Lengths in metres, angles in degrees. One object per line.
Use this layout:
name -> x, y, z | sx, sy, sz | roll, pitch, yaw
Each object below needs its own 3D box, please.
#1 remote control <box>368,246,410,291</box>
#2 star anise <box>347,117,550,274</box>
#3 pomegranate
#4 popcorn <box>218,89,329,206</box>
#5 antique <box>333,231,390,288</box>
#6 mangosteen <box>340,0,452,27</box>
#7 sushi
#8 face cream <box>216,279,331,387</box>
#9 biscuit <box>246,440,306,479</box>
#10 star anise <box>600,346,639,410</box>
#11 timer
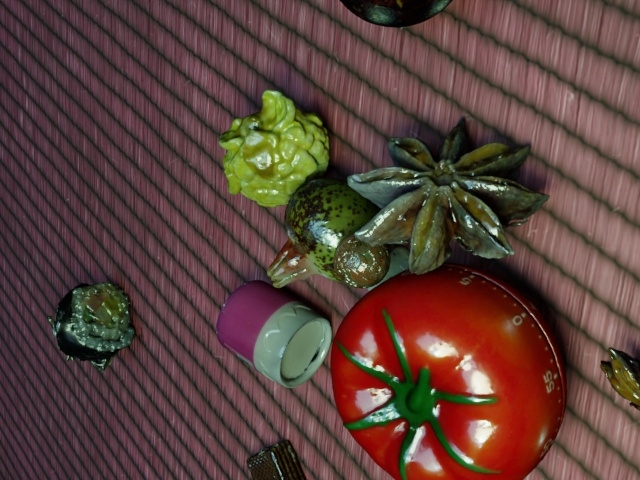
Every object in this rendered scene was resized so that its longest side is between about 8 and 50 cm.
remote control -> 0.143, 0.071, 1.225 | 0.074, 0.032, 0.122 | 51, 125, 22
star anise -> 0.201, -0.072, 1.033 | 0.332, 0.332, 0.117 | 34, 153, 31
pomegranate -> 0.000, 0.000, 1.206 | 0.248, 0.214, 0.214 | -39, 68, 0
popcorn -> -0.098, -0.181, 1.261 | 0.235, 0.217, 0.181 | -12, 52, 14
antique -> 0.071, 0.033, 1.067 | 0.104, 0.104, 0.104 | 7, 101, 39
mangosteen -> 0.133, -0.491, 1.014 | 0.288, 0.288, 0.288 | 7, 101, 39
sushi -> -0.669, 0.244, 1.810 | 0.219, 0.225, 0.238 | -20, 51, 48
face cream -> -0.099, 0.199, 1.352 | 0.195, 0.175, 0.175 | 26, 112, 33
biscuit -> -0.049, 0.662, 1.449 | 0.107, 0.073, 0.388 | -34, 75, 39
star anise -> 0.482, 0.210, 0.908 | 0.212, 0.053, 0.157 | 27, 150, 60
timer -> 0.207, 0.226, 1.039 | 0.378, 0.279, 0.378 | 9, 106, 37
